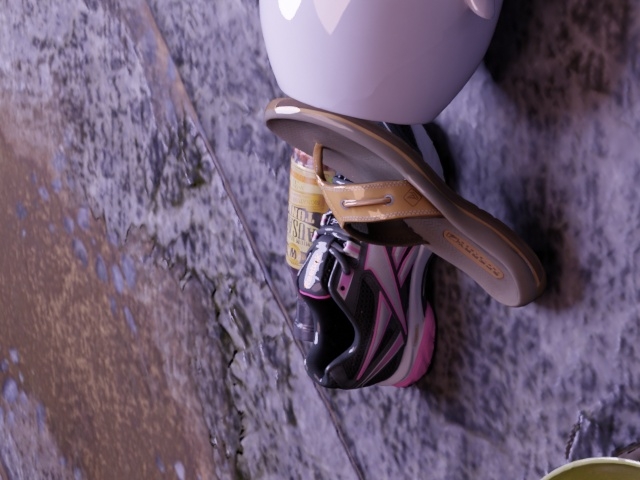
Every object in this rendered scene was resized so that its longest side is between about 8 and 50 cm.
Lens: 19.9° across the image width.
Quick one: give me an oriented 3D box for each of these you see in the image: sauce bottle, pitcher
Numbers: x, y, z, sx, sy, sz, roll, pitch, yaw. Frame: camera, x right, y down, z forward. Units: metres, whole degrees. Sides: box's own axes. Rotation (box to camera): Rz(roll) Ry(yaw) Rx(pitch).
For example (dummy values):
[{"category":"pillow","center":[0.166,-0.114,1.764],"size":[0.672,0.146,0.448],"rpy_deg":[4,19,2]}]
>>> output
[{"category":"sauce bottle","center":[0.000,0.000,1.106],"size":[0.042,0.042,0.128],"rpy_deg":[27,122,48]},{"category":"pitcher","center":[0.056,-0.161,0.913],"size":[0.177,0.125,0.207],"rpy_deg":[28,112,46]}]

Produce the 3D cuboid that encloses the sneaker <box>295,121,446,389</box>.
[{"category":"sneaker","center":[0.024,0.007,1.045],"size":[0.072,0.077,0.178],"rpy_deg":[12,110,51]}]

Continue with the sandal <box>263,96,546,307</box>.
[{"category":"sandal","center":[0.039,-0.016,0.976],"size":[0.180,0.049,0.072],"rpy_deg":[38,164,4]}]

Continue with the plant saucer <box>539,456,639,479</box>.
[{"category":"plant saucer","center":[0.181,0.224,0.931],"size":[0.241,0.037,0.241],"rpy_deg":[23,119,50]}]
